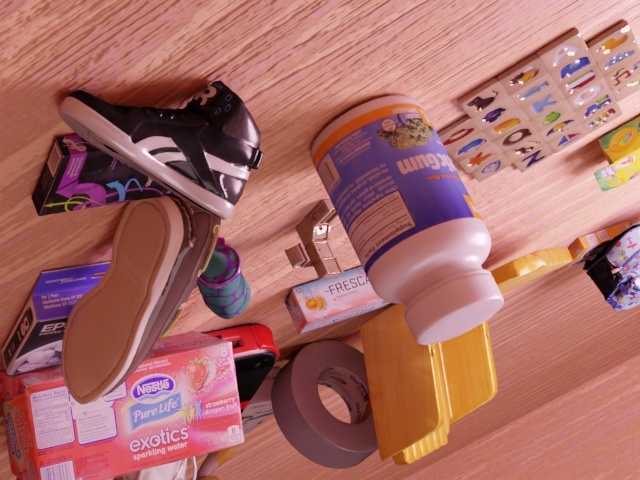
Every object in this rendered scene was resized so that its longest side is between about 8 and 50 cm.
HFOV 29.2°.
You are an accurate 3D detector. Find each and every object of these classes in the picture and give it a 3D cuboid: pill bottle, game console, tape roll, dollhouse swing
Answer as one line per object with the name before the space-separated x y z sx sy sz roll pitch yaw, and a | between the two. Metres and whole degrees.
pill bottle | 0.107 -0.022 1.448 0.152 0.272 0.152 -22 159 -9
game console | -0.272 0.271 1.960 0.386 0.060 0.342 -8 147 -37
tape roll | 0.025 0.286 2.161 0.219 0.219 0.072 -7 151 -40
dollhouse swing | 0.277 0.190 2.070 0.305 0.315 0.347 -10 177 22

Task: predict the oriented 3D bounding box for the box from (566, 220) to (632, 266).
box | 0.536 0.005 2.345 0.136 0.028 0.081 -15 157 -22

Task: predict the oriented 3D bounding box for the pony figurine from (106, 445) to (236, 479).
pony figurine | -0.296 0.510 2.318 0.351 0.302 0.363 -24 -179 -1

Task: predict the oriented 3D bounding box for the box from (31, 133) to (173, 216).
box | -0.213 -0.077 1.296 0.162 0.029 0.116 -13 156 -32

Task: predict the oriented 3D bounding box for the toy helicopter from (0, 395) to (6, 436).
toy helicopter | -0.537 0.266 1.662 0.355 0.140 0.235 -19 152 -46

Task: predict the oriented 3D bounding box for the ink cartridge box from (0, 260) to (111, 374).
ink cartridge box | -0.289 0.093 1.593 0.206 0.045 0.208 -10 153 -35

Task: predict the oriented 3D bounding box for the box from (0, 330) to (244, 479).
box | -0.274 0.229 1.694 0.300 0.154 0.142 -11 -171 -29

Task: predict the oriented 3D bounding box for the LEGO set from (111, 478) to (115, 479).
LEGO set | -0.403 0.411 2.129 0.132 0.107 0.287 -37 156 27

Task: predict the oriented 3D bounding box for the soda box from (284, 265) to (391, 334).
soda box | 0.040 0.086 1.920 0.183 0.063 0.058 -16 160 -23

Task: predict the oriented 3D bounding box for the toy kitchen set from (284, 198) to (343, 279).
toy kitchen set | 0.000 0.000 1.641 0.068 0.083 0.075 -6 152 -42

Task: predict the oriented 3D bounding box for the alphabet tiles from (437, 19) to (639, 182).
alphabet tiles | 0.306 -0.180 1.667 0.285 0.011 0.342 -31 159 14

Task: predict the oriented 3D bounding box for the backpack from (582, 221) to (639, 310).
backpack | 0.604 0.034 2.294 0.158 0.117 0.173 -14 153 -31

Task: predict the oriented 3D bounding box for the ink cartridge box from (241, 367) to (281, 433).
ink cartridge box | -0.137 0.295 2.217 0.109 0.063 0.150 -3 150 -45

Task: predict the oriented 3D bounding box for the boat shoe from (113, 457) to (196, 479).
boat shoe | -0.256 0.398 1.956 0.136 0.156 0.367 -15 151 -29

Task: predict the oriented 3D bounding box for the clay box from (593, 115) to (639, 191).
clay box | 0.518 -0.159 1.897 0.222 0.053 0.127 -28 159 11

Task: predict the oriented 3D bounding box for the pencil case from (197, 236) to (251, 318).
pencil case | -0.131 0.053 1.646 0.064 0.070 0.151 10 161 5

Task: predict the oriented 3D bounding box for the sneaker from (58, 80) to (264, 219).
sneaker | -0.149 -0.121 1.220 0.217 0.079 0.121 34 80 -38

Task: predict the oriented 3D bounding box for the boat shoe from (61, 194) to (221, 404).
boat shoe | -0.218 0.072 1.481 0.097 0.116 0.324 -10 138 -47
